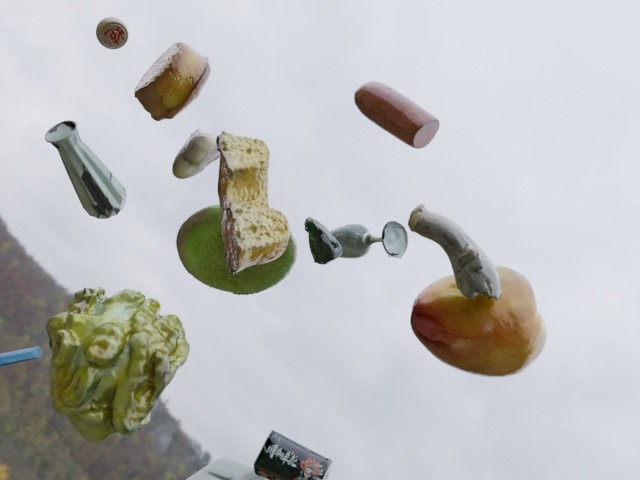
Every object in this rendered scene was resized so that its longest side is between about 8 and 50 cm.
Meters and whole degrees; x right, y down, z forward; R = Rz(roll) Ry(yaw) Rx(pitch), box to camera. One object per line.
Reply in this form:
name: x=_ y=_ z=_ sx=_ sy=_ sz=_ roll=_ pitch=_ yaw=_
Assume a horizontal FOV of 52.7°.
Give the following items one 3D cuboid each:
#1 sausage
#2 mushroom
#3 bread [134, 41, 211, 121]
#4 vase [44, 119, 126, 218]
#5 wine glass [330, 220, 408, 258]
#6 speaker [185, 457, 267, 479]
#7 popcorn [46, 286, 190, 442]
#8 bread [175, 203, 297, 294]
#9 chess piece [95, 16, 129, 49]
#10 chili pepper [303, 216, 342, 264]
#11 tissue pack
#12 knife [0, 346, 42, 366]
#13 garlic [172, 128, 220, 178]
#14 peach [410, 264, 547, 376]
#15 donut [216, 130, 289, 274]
sausage: x=0.195 y=-0.344 z=1.730 sx=0.259 sy=0.113 sz=0.113 roll=42 pitch=-22 yaw=33
mushroom: x=0.305 y=0.028 z=1.444 sx=0.278 sy=0.096 sz=0.099 roll=49 pitch=19 yaw=-6
bread: x=-0.533 y=-0.581 z=2.351 sx=0.172 sy=0.312 sz=0.312 roll=43 pitch=-21 yaw=-32
vase: x=-0.810 y=-0.238 z=2.242 sx=0.165 sy=0.165 sz=0.360 roll=26 pitch=-30 yaw=35
wine glass: x=0.162 y=0.003 z=2.361 sx=0.321 sy=0.143 sz=0.143 roll=-3 pitch=-51 yaw=47
speaker: x=-0.345 y=0.777 z=1.794 sx=0.184 sy=0.406 sz=0.183 roll=2 pitch=-69 yaw=46
popcorn: x=-0.444 y=0.259 z=1.374 sx=0.312 sy=0.312 sz=0.312 roll=35 pitch=-26 yaw=20
bread: x=-0.206 y=0.034 z=1.565 sx=0.301 sy=0.045 sz=0.301 roll=1 pitch=-47 yaw=1
chess piece: x=-0.544 y=-0.542 z=1.689 sx=0.038 sy=0.083 sz=0.084 roll=50 pitch=-16 yaw=40
chili pepper: x=-0.002 y=0.000 z=2.116 sx=0.062 sy=0.108 sz=0.216 roll=19 pitch=-23 yaw=40
tissue pack: x=-0.067 y=0.547 z=1.563 sx=0.170 sy=0.103 sz=0.090 roll=21 pitch=-30 yaw=16
knife: x=-0.838 y=0.308 z=1.590 sx=0.026 sy=0.296 sz=0.044 roll=-8 pitch=-91 yaw=47
garlic: x=-0.336 y=-0.232 z=1.757 sx=0.099 sy=0.124 sz=0.174 roll=41 pitch=-66 yaw=-9
peach: x=0.389 y=0.207 z=1.615 sx=0.289 sy=0.308 sz=0.289 roll=-23 pitch=90 yaw=-84
donut: x=-0.127 y=-0.046 z=1.087 sx=0.152 sy=0.101 sz=0.259 roll=108 pitch=-29 yaw=-51
